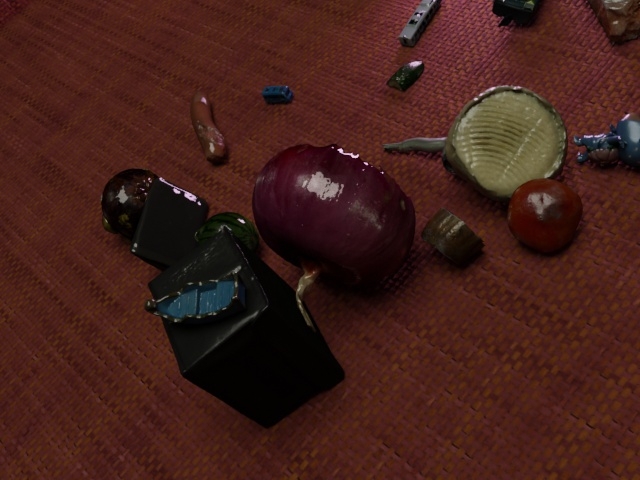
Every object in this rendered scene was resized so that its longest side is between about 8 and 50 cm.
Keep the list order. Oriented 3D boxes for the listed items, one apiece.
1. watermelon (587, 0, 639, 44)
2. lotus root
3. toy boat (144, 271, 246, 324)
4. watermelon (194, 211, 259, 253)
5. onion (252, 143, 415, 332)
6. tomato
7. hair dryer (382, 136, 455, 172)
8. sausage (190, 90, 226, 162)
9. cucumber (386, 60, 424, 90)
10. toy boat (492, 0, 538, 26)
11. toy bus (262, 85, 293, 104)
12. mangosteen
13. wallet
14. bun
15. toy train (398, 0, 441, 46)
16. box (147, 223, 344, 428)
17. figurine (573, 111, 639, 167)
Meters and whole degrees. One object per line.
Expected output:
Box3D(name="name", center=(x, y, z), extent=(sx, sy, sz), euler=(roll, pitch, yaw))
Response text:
Box3D(name="watermelon", center=(0.785, -0.658, 1.830), extent=(0.264, 0.151, 0.302), euler=(-16, 50, 13))
Box3D(name="lotus root", center=(0.283, -0.004, 1.599), extent=(0.081, 0.112, 0.122), euler=(-53, 48, 3))
Box3D(name="toy boat", center=(-0.220, 0.105, 1.322), extent=(0.185, 0.077, 0.075), euler=(-16, 55, 23))
Box3D(name="watermelon", center=(-0.238, 0.000, 1.822), extent=(0.187, 0.140, 0.140), euler=(-3, 54, 38))
Box3D(name="onion", center=(0.005, -0.038, 1.582), extent=(0.345, 0.358, 0.358), euler=(-36, 47, -22))
Box3D(name="tomato", center=(0.459, -0.054, 1.522), extent=(0.156, 0.069, 0.155), euler=(0, 91, 7))
Box3D(name="hair dryer", center=(0.309, -0.271, 1.822), extent=(0.229, 0.092, 0.267), euler=(-42, 39, -20))
Box3D(name="sausage", center=(-0.330, -0.330, 2.155), extent=(0.078, 0.078, 0.304), euler=(-28, 47, 3))
Box3D(name="cucumber", center=(0.233, -0.454, 2.013), extent=(0.107, 0.035, 0.067), euler=(-46, 48, -15))
Box3D(name="toy boat", center=(0.549, -0.707, 2.000), extent=(0.114, 0.122, 0.296), euler=(21, 61, 8))
Box3D(name="toy bus", center=(-0.124, -0.420, 2.144), extent=(0.083, 0.046, 0.038), euler=(5, 58, 29))
Box3D(name="mangosteen", center=(-0.504, -0.085, 1.998), extent=(0.217, 0.192, 0.192), euler=(-33, 39, 43))
Box3D(name="wallet", center=(-0.382, -0.034, 1.907), extent=(0.052, 0.168, 0.245), euler=(-34, 37, 45))
Box3D(name="bun", center=(0.409, -0.207, 1.633), extent=(0.259, 0.152, 0.259), euler=(0, 86, 5))
Box3D(name="toy train", center=(0.289, -0.636, 2.117), extent=(0.043, 0.047, 0.207), euler=(19, 66, 33))
Box3D(name="box", center=(-0.146, 0.180, 1.506), extent=(0.204, 0.345, 0.251), euler=(-36, 49, 4))
Box3D(name="figurine", center=(0.642, -0.223, 1.604), extent=(0.178, 0.114, 0.144), euler=(-5, 52, 33))
